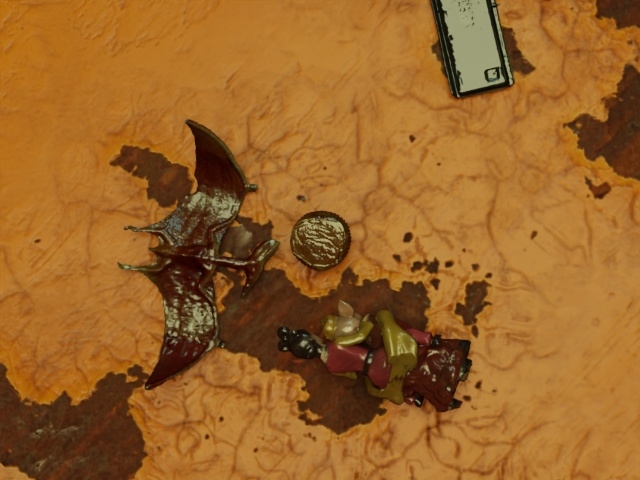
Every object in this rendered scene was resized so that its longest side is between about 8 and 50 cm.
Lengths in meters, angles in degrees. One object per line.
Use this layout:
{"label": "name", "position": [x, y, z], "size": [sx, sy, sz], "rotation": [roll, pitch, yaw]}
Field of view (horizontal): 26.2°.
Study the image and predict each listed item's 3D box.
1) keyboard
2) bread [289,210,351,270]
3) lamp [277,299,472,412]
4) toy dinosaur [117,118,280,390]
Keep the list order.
{"label": "keyboard", "position": [0.202, -0.313, 1.893], "size": [0.094, 0.025, 0.230], "rotation": [-12, 83, 4]}
{"label": "bread", "position": [0.000, 0.000, 1.859], "size": [0.085, 0.053, 0.085], "rotation": [1, 96, 7]}
{"label": "lamp", "position": [0.073, 0.146, 1.812], "size": [0.253, 0.118, 0.118], "rotation": [15, 85, 9]}
{"label": "toy dinosaur", "position": [-0.179, 0.030, 1.840], "size": [0.206, 0.113, 0.327], "rotation": [35, 89, 7]}
